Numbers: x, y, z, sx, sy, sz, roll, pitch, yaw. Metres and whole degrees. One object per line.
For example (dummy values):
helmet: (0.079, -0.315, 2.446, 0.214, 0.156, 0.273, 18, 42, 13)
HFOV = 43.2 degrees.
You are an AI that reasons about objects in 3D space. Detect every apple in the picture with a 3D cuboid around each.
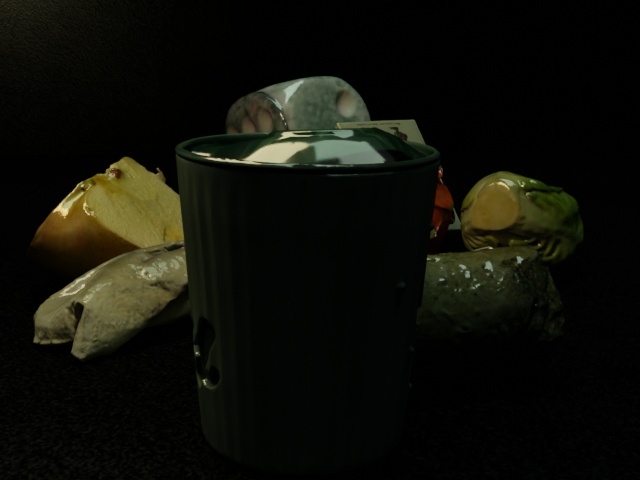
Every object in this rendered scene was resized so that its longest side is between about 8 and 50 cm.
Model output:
apple: (-0.414, -0.022, 1.597, 0.314, 0.252, 0.309, -2, 25, 10)

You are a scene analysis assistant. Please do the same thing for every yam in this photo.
yam: (0.204, 0.109, 1.222, 0.300, 0.195, 0.195, -3, 14, -17)

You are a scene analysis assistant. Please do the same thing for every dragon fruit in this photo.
dragon fruit: (0.216, -0.072, 1.947, 0.224, 0.227, 0.224, -7, 12, 1)

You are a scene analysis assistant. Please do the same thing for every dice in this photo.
dice: (-0.064, -0.291, 2.422, 0.348, 0.330, 0.328, -11, -2, -38)

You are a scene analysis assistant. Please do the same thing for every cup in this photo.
cup: (-0.004, 0.043, 1.040, 0.310, 0.392, 0.401, 7, 15, 19)

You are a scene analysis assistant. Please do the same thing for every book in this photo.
book: (0.208, -0.170, 2.168, 0.260, 0.370, 0.043, -7, -27, -28)

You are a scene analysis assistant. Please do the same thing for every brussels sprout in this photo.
brussels sprout: (0.449, -0.035, 1.824, 0.260, 0.227, 0.294, 4, -13, 40)

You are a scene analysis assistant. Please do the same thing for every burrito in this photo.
burrito: (-0.323, 0.093, 1.373, 0.190, 0.135, 0.332, 21, 26, 36)

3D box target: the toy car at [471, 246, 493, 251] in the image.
toy car: (0.298, 0.091, 1.471, 0.112, 0.139, 0.112, -30, 4, -29)
